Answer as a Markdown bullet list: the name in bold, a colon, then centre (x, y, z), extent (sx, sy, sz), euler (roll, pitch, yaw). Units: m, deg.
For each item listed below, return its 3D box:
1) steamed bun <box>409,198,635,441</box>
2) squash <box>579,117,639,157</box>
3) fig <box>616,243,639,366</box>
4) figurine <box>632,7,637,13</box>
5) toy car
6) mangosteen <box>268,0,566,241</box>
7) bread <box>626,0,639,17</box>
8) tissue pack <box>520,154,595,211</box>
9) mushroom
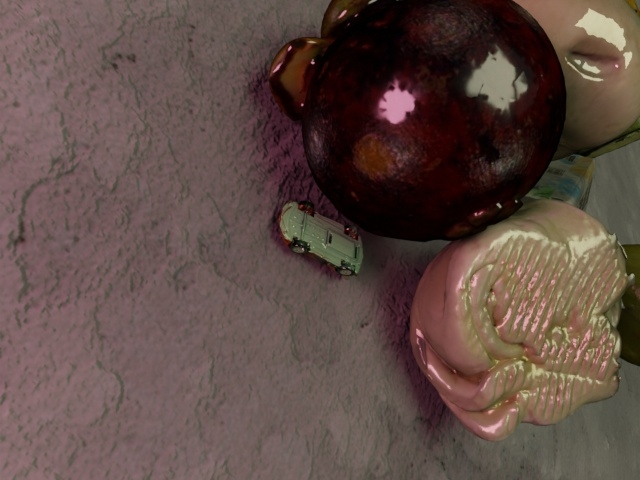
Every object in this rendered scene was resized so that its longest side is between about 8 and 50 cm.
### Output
- **steamed bun**: centre (0.239, 0.088, 0.784), extent (0.280, 0.207, 0.268), euler (-14, 98, -17)
- **squash**: centre (0.709, -0.282, 1.415), extent (0.220, 0.220, 0.133), euler (-10, 87, -49)
- **fig**: centre (0.625, 0.118, 1.177), extent (0.271, 0.239, 0.239), euler (28, 50, 0)
- **figurine**: centre (0.378, -0.432, 1.055), extent (0.315, 0.206, 0.284), euler (40, 29, 17)
- **toy car**: centre (0.000, 0.000, 0.667), extent (0.122, 0.035, 0.059), euler (25, 58, -30)
- **mangosteen**: centre (0.112, -0.146, 0.666), extent (0.311, 0.311, 0.311), euler (20, 62, -42)
- **bread**: centre (0.524, -0.523, 1.306), extent (0.398, 0.215, 0.398), euler (16, 64, -37)
- **tissue pack**: centre (0.369, -0.051, 1.033), extent (0.229, 0.145, 0.159), euler (-37, 136, -47)
- **mushroom**: centre (0.309, -0.226, 0.887), extent (0.325, 0.353, 0.353), euler (-8, 82, -33)
